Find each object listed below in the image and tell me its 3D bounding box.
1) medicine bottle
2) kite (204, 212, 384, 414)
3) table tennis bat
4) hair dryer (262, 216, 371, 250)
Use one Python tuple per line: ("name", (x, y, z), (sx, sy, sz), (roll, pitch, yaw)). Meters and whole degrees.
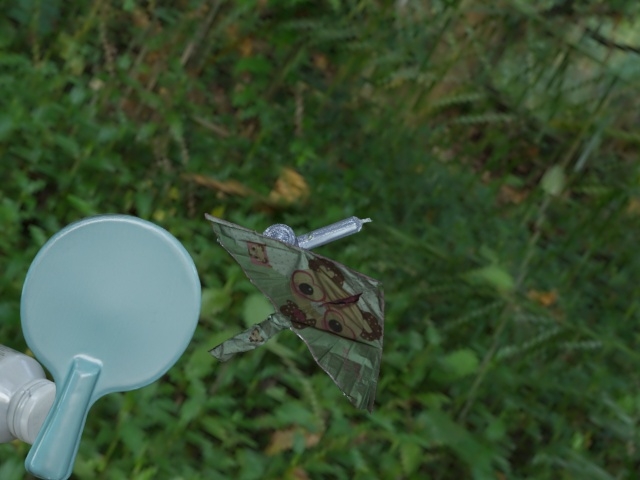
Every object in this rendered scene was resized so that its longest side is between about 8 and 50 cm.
("medicine bottle", (-0.470, 0.223, 2.071), (0.215, 0.135, 0.135), (18, 7, 31))
("kite", (-0.028, 0.065, 1.202), (0.229, 0.250, 0.012), (51, 49, -12))
("table tennis bat", (-0.192, 0.092, 1.204), (0.149, 0.237, 0.038), (20, 2, -11))
("hair dryer", (0.000, 0.000, 1.453), (0.063, 0.114, 0.037), (63, 7, -60))
